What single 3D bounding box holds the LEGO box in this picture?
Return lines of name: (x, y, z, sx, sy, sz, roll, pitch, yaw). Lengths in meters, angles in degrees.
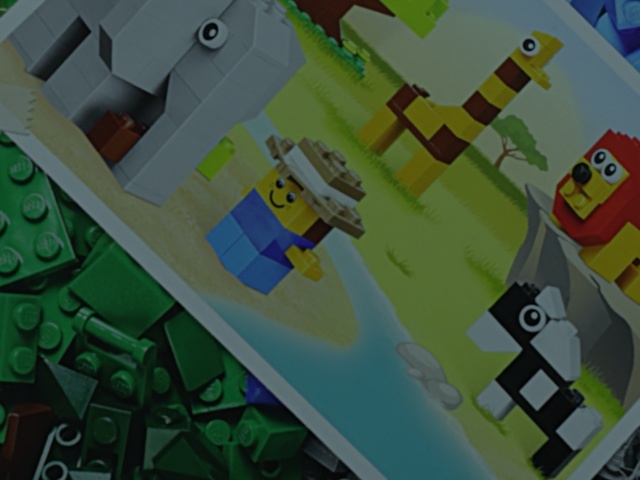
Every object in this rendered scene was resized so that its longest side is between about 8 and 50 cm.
LEGO box: (-0.105, -0.041, 0.519, 0.500, 0.372, 0.193, 37, -11, -2)
